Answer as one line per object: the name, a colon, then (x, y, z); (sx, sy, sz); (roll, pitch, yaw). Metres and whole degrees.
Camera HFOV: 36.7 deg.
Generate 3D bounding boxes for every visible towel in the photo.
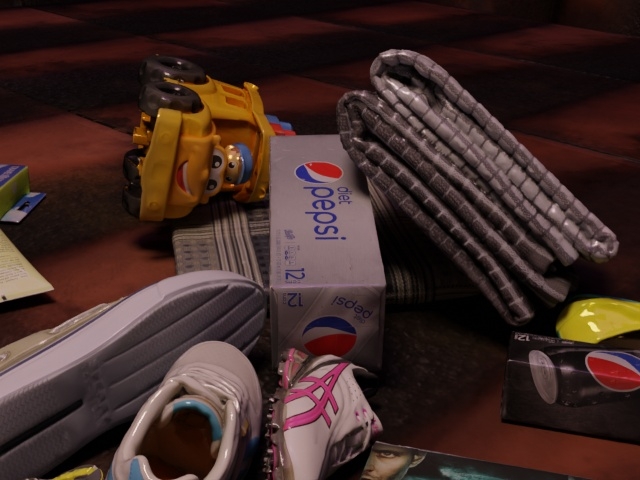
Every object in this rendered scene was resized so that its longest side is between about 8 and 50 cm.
towel: (-0.011, -0.002, 1.080); (0.312, 0.056, 0.324); (-4, 25, -7)
towel: (0.147, -0.057, 0.948); (0.283, 0.121, 0.235); (45, 12, 4)

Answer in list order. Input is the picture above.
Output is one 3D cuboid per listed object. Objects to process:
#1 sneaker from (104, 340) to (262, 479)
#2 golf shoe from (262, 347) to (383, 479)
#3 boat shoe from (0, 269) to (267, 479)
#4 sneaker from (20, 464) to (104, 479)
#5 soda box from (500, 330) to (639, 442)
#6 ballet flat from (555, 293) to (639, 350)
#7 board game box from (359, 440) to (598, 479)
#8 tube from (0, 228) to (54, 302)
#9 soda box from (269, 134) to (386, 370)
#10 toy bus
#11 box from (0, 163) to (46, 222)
sneaker: (-0.081, 0.129, 0.653); (0.087, 0.092, 0.229); (21, 26, -2)
golf shoe: (0.003, 0.134, 0.706); (0.086, 0.067, 0.186); (5, 22, 4)
boat shoe: (-0.173, 0.091, 0.749); (0.094, 0.109, 0.302); (19, 30, 40)
sneaker: (-0.177, 0.177, 0.639); (0.083, 0.035, 0.031); (-16, 31, 13)
soda box: (0.231, 0.120, 0.769); (0.168, 0.060, 0.053); (7, 24, 12)
ballet flat: (0.325, 0.093, 0.848); (0.231, 0.077, 0.077); (2, 43, 6)
board game box: (0.112, 0.190, 0.633); (0.186, 0.026, 0.126); (7, 23, 13)
tube: (-0.363, 0.009, 1.006); (0.070, 0.062, 0.240); (-49, 43, -4)
soda box: (0.000, 0.000, 0.903); (0.098, 0.091, 0.286); (-1, 31, -3)
toy bus: (-0.114, -0.104, 1.101); (0.211, 0.149, 0.220); (11, 24, -14)
box: (-0.439, -0.060, 1.178); (0.178, 0.042, 0.109); (2, 23, 3)
